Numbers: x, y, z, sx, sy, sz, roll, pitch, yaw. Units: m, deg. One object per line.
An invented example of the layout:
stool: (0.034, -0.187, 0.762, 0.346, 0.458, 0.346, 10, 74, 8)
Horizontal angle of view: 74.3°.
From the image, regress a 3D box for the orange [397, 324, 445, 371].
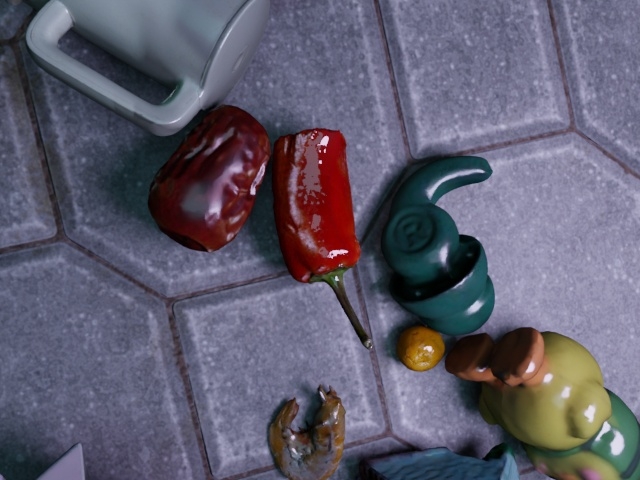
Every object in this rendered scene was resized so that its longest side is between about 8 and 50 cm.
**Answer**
orange: (0.174, 0.187, 0.739, 0.083, 0.070, 0.083, 1, 114, 1)

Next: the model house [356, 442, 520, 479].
model house: (0.195, 0.499, 0.704, 0.248, 0.230, 0.281, -10, 89, 35)

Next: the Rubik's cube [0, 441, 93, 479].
Rubik's cube: (-0.331, 0.504, 0.564, 0.387, 0.358, 0.368, -6, 53, -31)

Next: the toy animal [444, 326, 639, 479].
toy animal: (0.392, 0.266, 0.708, 0.338, 0.216, 0.191, 46, 59, -8)

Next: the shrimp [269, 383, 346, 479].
shrimp: (-0.020, 0.334, 0.729, 0.132, 0.051, 0.188, 13, 92, -7)

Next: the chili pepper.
chili pepper: (-0.002, 0.000, 0.682, 0.131, 0.134, 0.339, -8, 88, 7)

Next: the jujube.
jujube: (-0.165, -0.096, 0.659, 0.155, 0.155, 0.230, 32, 82, -6)

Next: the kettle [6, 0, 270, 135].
kettle: (-0.263, -0.338, 0.599, 0.318, 0.265, 0.205, 32, 128, -9)

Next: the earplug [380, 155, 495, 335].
earplug: (0.212, 0.021, 0.722, 0.257, 0.163, 0.280, -42, 110, -40)
